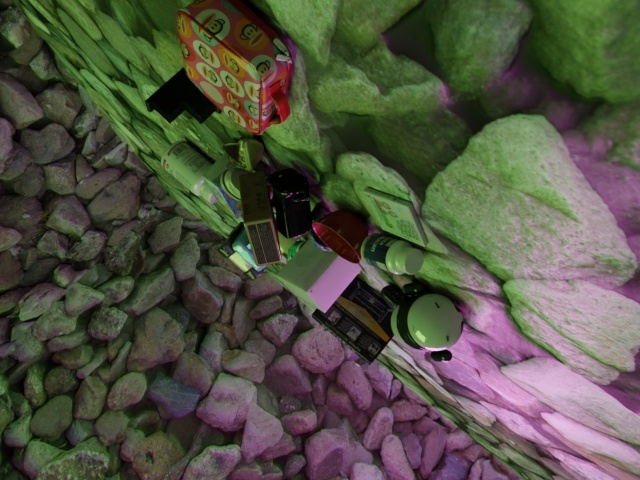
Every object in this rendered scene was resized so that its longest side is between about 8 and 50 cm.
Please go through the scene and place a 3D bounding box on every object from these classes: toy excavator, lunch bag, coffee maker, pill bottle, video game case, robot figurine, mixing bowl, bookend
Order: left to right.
[{"bbox_3d":[-0.408,-0.402,1.357,0.157,0.156,0.072,41,165,-4],"label":"bookend"},{"bbox_3d":[-0.551,-0.301,2.006,0.283,0.160,0.160,40,165,7],"label":"pill bottle"},{"bbox_3d":[-0.166,-0.352,0.956,0.258,0.120,0.293,41,165,-1],"label":"lunch bag"},{"bbox_3d":[-0.247,-0.010,2.027,0.222,0.445,0.432,44,-154,-15],"label":"toy excavator"},{"bbox_3d":[-0.086,-0.096,1.336,0.171,0.120,0.178,-103,4,-49],"label":"coffee maker"},{"bbox_3d":[0.075,-0.025,1.340,0.181,0.098,0.181,39,165,13],"label":"mixing bowl"},{"bbox_3d":[0.196,0.039,1.229,0.169,0.094,0.094,19,154,55],"label":"pill bottle"},{"bbox_3d":[0.187,-0.058,1.119,0.143,0.019,0.157,27,160,42],"label":"video game case"},{"bbox_3d":[0.322,0.250,1.381,0.209,0.173,0.278,31,166,-2],"label":"robot figurine"}]

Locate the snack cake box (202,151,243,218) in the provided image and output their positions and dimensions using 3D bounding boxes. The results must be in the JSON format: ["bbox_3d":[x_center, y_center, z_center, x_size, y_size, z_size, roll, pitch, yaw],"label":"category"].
[{"bbox_3d":[-0.335,-0.212,1.733,0.089,0.152,0.264,36,165,18],"label":"snack cake box"}]

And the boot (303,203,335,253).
[{"bbox_3d":[0.028,-0.033,1.528,0.161,0.083,0.246,28,164,-1],"label":"boot"}]

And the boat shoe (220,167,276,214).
[{"bbox_3d":[-0.203,-0.172,1.544,0.104,0.113,0.302,0,167,37],"label":"boat shoe"}]

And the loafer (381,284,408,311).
[{"bbox_3d":[0.306,0.246,1.606,0.223,0.076,0.078,44,171,6],"label":"loafer"}]

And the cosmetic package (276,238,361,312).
[{"bbox_3d":[-0.006,0.123,1.728,0.138,0.224,0.225,51,163,-30],"label":"cosmetic package"}]

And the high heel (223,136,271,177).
[{"bbox_3d":[-0.268,-0.293,1.431,0.186,0.093,0.261,31,173,12],"label":"high heel"}]

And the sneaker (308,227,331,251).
[{"bbox_3d":[0.000,0.000,1.452,0.059,0.053,0.144,5,160,38],"label":"sneaker"}]

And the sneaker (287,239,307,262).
[{"bbox_3d":[-0.038,0.101,1.948,0.295,0.123,0.178,50,163,-30],"label":"sneaker"}]

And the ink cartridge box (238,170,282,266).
[{"bbox_3d":[-0.187,-0.068,1.397,0.234,0.088,0.193,-106,6,-45],"label":"ink cartridge box"}]

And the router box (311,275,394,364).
[{"bbox_3d":[0.157,0.311,1.827,0.309,0.243,0.081,39,165,12],"label":"router box"}]
